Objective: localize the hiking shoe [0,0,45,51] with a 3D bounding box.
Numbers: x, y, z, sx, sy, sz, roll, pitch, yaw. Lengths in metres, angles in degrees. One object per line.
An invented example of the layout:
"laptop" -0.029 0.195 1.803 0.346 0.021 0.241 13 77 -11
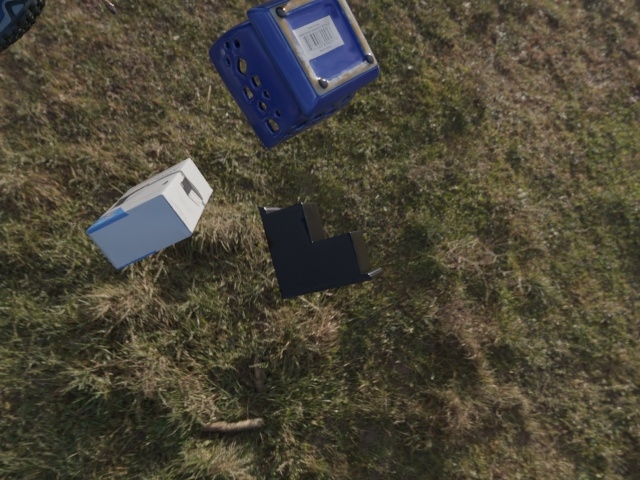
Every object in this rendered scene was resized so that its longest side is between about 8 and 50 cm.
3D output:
"hiking shoe" -0.561 -0.482 0.717 0.132 0.113 0.303 31 94 -33

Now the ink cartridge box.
"ink cartridge box" -0.447 -0.086 1.103 0.223 0.307 0.128 -25 116 8

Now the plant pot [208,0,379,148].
"plant pot" -0.041 -0.350 0.797 0.236 0.212 0.235 -38 105 -26

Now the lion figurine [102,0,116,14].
"lion figurine" -0.745 -0.747 1.036 0.241 0.392 0.142 18 75 31

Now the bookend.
"bookend" 0.000 0.000 0.651 0.157 0.072 0.157 -16 88 24
